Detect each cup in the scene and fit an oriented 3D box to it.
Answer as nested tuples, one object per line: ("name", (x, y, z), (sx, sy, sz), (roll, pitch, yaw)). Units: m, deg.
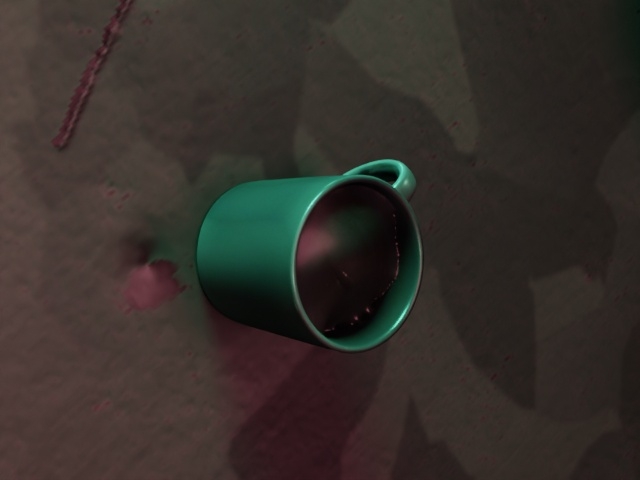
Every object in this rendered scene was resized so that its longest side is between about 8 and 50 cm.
("cup", (0.000, 0.000, 0.808), (0.100, 0.077, 0.078), (-48, 122, -26))
